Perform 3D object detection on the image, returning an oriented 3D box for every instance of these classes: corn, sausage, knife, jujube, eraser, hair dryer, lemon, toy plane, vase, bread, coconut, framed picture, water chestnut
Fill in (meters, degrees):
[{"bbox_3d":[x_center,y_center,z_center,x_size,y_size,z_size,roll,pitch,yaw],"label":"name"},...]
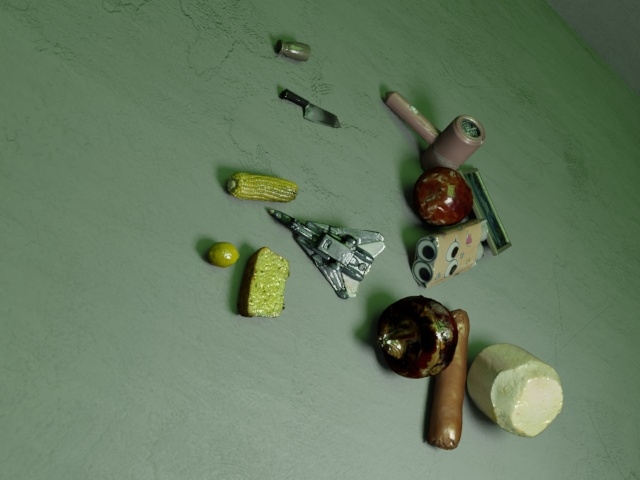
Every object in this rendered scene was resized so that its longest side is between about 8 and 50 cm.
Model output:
[{"bbox_3d":[-0.144,-0.134,1.599,0.203,0.072,0.072,3,68,-40],"label":"corn"},{"bbox_3d":[0.368,0.380,1.773,0.094,0.094,0.419,29,53,-22],"label":"sausage"},{"bbox_3d":[-0.023,-0.379,1.855,0.230,0.028,0.060,18,71,-37],"label":"knife"},{"bbox_3d":[0.401,-0.136,1.997,0.255,0.190,0.190,-2,71,-51],"label":"jujube"},{"bbox_3d":[0.407,0.029,1.947,0.290,0.087,0.171,-17,124,-44],"label":"eraser"},{"bbox_3d":[0.352,-0.383,2.065,0.352,0.210,0.125,42,52,1],"label":"hair dryer"},{"bbox_3d":[-0.224,0.033,1.455,0.083,0.062,0.062,10,64,-42],"label":"lemon"},{"bbox_3d":[0.004,0.001,1.638,0.316,0.103,0.204,32,86,-21],"label":"toy plane"},{"bbox_3d":[-0.083,-0.568,1.870,0.100,0.053,0.053,2,69,-35],"label":"vase"},{"bbox_3d":[-0.136,0.111,1.494,0.103,0.065,0.188,25,54,-32],"label":"bread"},{"bbox_3d":[0.555,0.425,1.824,0.239,0.244,0.239,-4,104,-18],"label":"coconut"},{"bbox_3d":[0.572,-0.107,2.183,0.232,0.024,0.315,-16,81,-61],"label":"framed picture"},{"bbox_3d":[0.248,0.255,1.651,0.238,0.223,0.224,-1,71,-44],"label":"water chestnut"}]
